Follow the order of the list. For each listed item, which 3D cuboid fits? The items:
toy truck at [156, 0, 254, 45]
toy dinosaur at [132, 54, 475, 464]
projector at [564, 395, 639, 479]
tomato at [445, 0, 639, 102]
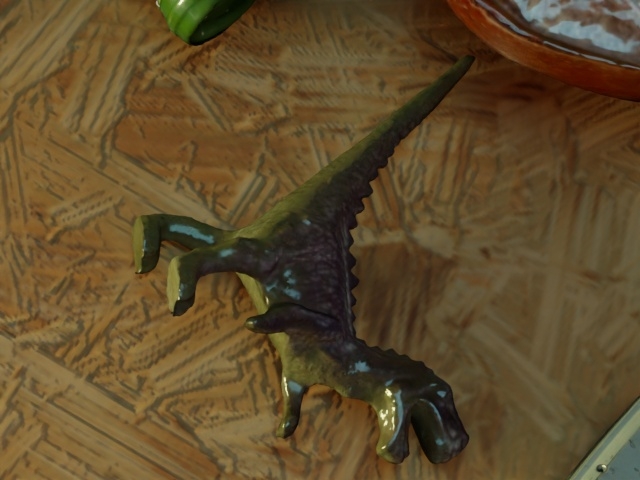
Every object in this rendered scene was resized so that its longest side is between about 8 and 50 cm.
[{"bbox_3d":[-0.030,-0.231,1.068,0.210,0.187,0.148,-32,79,-19],"label":"toy truck"},{"bbox_3d":[-0.001,0.003,1.059,0.199,0.072,0.251,6,56,-17],"label":"toy dinosaur"},{"bbox_3d":[0.180,0.164,1.015,0.115,0.061,0.147,40,69,6],"label":"projector"},{"bbox_3d":[0.196,-0.215,1.121,0.338,0.144,0.338,1,70,-3],"label":"tomato"}]
